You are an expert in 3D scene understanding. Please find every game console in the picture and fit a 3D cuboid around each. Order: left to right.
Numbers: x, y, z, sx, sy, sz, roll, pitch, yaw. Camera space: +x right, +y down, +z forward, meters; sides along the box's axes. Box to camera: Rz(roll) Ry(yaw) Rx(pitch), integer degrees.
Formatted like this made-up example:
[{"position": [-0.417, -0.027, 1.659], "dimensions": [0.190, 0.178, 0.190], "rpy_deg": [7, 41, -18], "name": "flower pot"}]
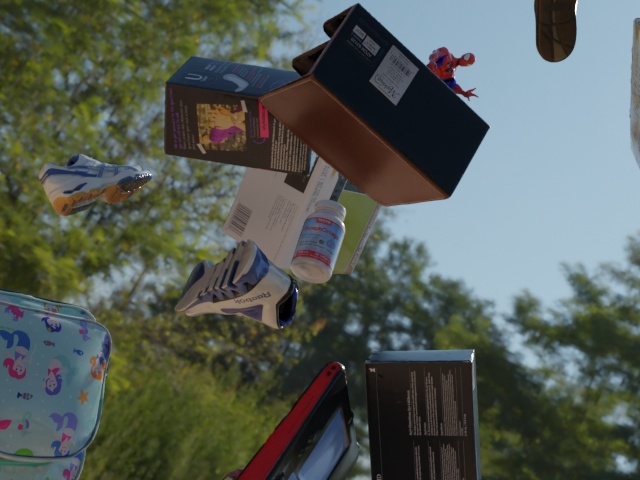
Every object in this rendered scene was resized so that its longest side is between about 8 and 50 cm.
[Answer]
[{"position": [-0.045, 0.408, 1.586], "dimensions": [0.060, 0.342, 0.386], "rpy_deg": [30, -25, 23], "name": "game console"}]

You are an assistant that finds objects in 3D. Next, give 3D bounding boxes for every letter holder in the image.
[{"position": [0.080, -0.205, 1.597], "dimensions": [0.302, 0.152, 0.214], "rpy_deg": [39, -21, -20], "name": "letter holder"}]

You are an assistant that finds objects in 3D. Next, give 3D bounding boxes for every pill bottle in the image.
[{"position": [0.000, 0.000, 1.989], "dimensions": [0.087, 0.160, 0.087], "rpy_deg": [13, -29, 8], "name": "pill bottle"}]

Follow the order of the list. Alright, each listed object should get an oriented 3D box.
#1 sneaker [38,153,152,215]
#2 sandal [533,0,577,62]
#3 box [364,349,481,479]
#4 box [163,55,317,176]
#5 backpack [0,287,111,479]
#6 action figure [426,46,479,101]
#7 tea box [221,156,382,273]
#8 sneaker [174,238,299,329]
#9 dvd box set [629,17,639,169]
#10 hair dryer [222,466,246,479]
[{"position": [-0.523, -0.156, 2.303], "dimensions": [0.112, 0.296, 0.131], "rpy_deg": [-44, -104, 33], "name": "sneaker"}, {"position": [0.399, -0.411, 1.643], "dimensions": [0.090, 0.219, 0.060], "rpy_deg": [-1, 18, -3], "name": "sandal"}, {"position": [0.179, 0.325, 1.690], "dimensions": [0.184, 0.261, 0.103], "rpy_deg": [-2, 5, 11], "name": "box"}, {"position": [-0.131, -0.228, 1.780], "dimensions": [0.270, 0.165, 0.143], "rpy_deg": [10, -61, 7], "name": "box"}, {"position": [-0.365, 0.185, 1.124], "dimensions": [0.191, 0.253, 0.225], "rpy_deg": [-4, -18, 45], "name": "backpack"}, {"position": [0.192, -0.304, 1.922], "dimensions": [0.139, 0.280, 0.091], "rpy_deg": [-132, -159, -61], "name": "action figure"}, {"position": [-0.019, -0.111, 2.461], "dimensions": [0.220, 0.329, 0.324], "rpy_deg": [32, 14, 35], "name": "tea box"}, {"position": [-0.150, 0.115, 1.946], "dimensions": [0.182, 0.127, 0.315], "rpy_deg": [34, -29, -22], "name": "sneaker"}, {"position": [0.687, -0.250, 1.975], "dimensions": [0.062, 0.420, 0.307], "rpy_deg": [-3, -63, 9], "name": "dvd box set"}, {"position": [-0.166, 0.518, 1.913], "dimensions": [0.223, 0.294, 0.080], "rpy_deg": [91, -23, -55], "name": "hair dryer"}]
